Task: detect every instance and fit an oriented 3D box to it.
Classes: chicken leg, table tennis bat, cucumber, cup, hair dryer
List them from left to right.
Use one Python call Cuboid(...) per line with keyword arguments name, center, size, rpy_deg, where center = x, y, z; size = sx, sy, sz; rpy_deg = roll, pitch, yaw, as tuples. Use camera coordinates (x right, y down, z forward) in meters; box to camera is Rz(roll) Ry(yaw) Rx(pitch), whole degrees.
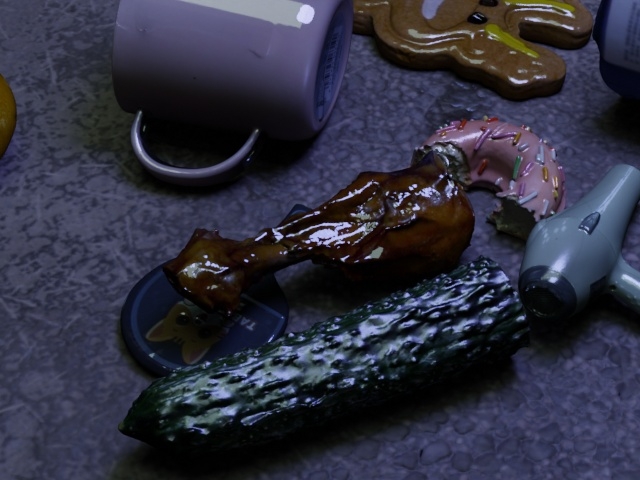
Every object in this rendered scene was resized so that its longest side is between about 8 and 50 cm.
Cuboid(name="cup", center=(-0.090, -0.171, 1.649), size=(0.200, 0.191, 0.253), rpy_deg=(15, 77, 11))
Cuboid(name="table tennis bat", center=(-0.082, 0.046, 1.528), size=(0.150, 0.027, 0.236), rpy_deg=(29, 55, 24))
Cuboid(name="chicken leg", center=(0.000, 0.000, 1.504), size=(0.304, 0.093, 0.113), rpy_deg=(-14, 70, -20))
Cuboid(name="cucumber", center=(0.003, 0.113, 1.407), size=(0.359, 0.096, 0.096), rpy_deg=(-20, 48, -16))
Cuboid(name="hair dryer", center=(0.297, 0.011, 1.526), size=(0.224, 0.088, 0.219), rpy_deg=(15, 42, -2))

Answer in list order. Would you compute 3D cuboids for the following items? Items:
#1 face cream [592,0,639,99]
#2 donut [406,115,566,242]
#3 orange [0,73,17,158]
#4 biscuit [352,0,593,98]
Cuboid(name="face cream", center=(0.419, -0.229, 1.626), size=(0.225, 0.249, 0.249), rpy_deg=(25, 51, 23))
Cuboid(name="donut", center=(0.176, -0.072, 1.606), size=(0.166, 0.065, 0.117), rpy_deg=(29, 53, 25))
Cuboid(name="orange", center=(-0.377, -0.128, 1.631), size=(0.154, 0.134, 0.155), rpy_deg=(4, 42, -4))
Cuboid(name="biscuit", center=(0.144, -0.247, 1.797), size=(0.295, 0.044, 0.186), rpy_deg=(17, 46, 17))
